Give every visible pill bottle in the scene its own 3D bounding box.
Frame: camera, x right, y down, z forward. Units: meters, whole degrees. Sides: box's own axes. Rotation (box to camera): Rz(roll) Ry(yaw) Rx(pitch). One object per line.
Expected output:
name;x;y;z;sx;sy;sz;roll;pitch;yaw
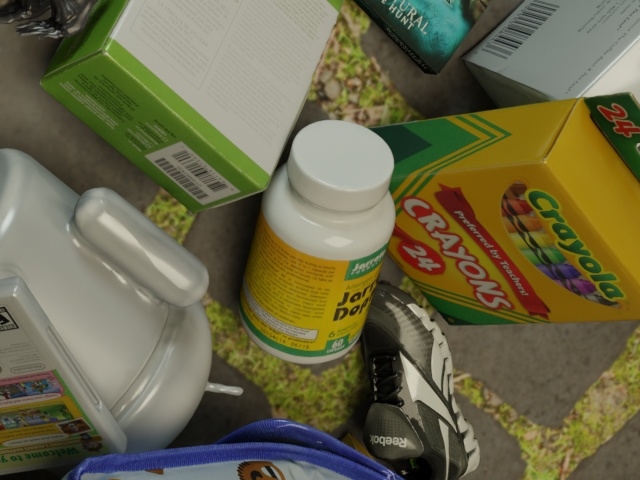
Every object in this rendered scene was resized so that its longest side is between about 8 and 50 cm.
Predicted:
pill bottle;0.000;0.000;1.620;0.117;0.118;0.208;-6;138;-21

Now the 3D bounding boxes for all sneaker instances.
sneaker;0.079;0.151;1.749;0.106;0.078;0.234;-47;125;-42

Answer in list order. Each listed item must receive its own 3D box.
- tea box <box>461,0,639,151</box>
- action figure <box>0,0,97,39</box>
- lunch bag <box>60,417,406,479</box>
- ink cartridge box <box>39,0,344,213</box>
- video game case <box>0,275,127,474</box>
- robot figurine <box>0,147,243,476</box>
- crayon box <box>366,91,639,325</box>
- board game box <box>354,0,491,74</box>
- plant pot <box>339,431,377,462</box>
tea box;0.374;-0.148;1.719;0.329;0.220;0.323;-44;116;-4
action figure;-0.252;-0.292;1.451;0.141;0.164;0.276;-22;119;-21
lunch bag;-0.120;0.307;1.564;0.385;0.328;0.239;0;63;-45
ink cartridge box;-0.095;-0.182;1.593;0.189;0.097;0.255;41;53;-27
video game case;-0.282;0.114;1.440;0.212;0.023;0.193;-10;132;19
robot figurine;-0.232;0.064;1.541;0.300;0.200;0.353;-30;123;34
crayon box;0.181;-0.021;1.621;0.202;0.318;0.081;48;58;-26
board game box;0.075;-0.254;1.659;0.186;0.026;0.126;42;78;-28
plant pot;0.026;0.251;1.776;0.083;0.081;0.081;-38;117;5
